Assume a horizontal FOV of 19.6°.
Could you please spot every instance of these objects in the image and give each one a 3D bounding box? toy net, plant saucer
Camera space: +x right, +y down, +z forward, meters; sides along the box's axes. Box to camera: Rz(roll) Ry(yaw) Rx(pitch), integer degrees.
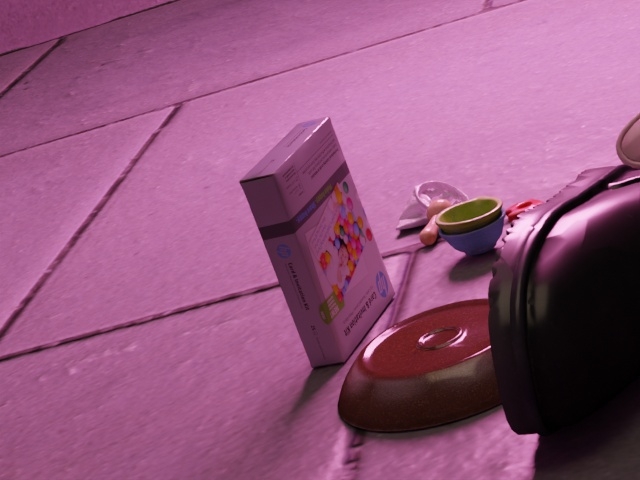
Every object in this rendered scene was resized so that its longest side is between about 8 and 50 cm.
[{"bbox_3d":[0.146,-0.035,1.868,0.122,0.045,0.232,-24,17,-13],"label":"toy net"},{"bbox_3d":[0.103,0.094,1.531,0.199,0.036,0.198,-18,16,5],"label":"plant saucer"}]

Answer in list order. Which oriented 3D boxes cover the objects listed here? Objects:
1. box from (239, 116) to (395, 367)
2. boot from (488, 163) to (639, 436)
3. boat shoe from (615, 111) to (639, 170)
[{"bbox_3d":[0.000,0.000,1.675,0.038,0.186,0.145,-11,19,27],"label":"box"},{"bbox_3d":[0.376,0.007,1.352,0.445,0.146,0.367,-6,23,26],"label":"boot"},{"bbox_3d":[0.389,-0.117,1.865,0.206,0.075,0.065,-28,-25,-9],"label":"boat shoe"}]
